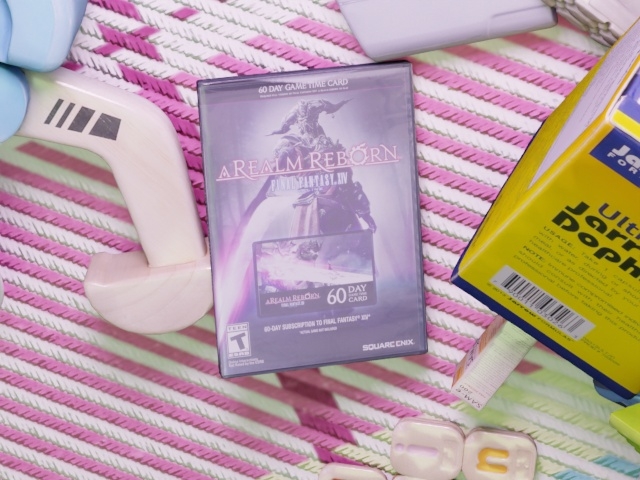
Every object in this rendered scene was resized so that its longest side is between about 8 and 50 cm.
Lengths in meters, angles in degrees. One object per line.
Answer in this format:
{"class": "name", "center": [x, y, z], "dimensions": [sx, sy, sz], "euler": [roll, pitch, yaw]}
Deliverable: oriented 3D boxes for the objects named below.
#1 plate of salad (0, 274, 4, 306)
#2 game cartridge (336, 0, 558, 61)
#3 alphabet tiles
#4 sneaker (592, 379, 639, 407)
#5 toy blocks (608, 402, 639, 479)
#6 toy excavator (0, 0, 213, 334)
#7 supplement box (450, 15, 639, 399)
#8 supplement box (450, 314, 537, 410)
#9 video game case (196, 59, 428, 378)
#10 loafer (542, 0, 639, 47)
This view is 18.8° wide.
{"class": "plate of salad", "center": [-0.383, 0.005, 1.821], "dimensions": [0.200, 0.048, 0.200], "euler": [26, 144, 21]}
{"class": "game cartridge", "center": [0.082, -0.308, 1.678], "dimensions": [0.196, 0.060, 0.294], "euler": [-10, 106, 17]}
{"class": "alphabet tiles", "center": [0.130, 0.310, 1.888], "dimensions": [0.278, 0.021, 0.284], "euler": [6, 109, 8]}
{"class": "sneaker", "center": [0.317, 0.161, 1.789], "dimensions": [0.144, 0.053, 0.059], "euler": [20, 112, 5]}
{"class": "toy blocks", "center": [0.403, 0.236, 1.679], "dimensions": [0.191, 0.381, 0.261], "euler": [36, 129, 45]}
{"class": "toy excavator", "center": [-0.268, -0.154, 1.724], "dimensions": [0.445, 0.222, 0.433], "euler": [14, 111, -4]}
{"class": "supplement box", "center": [0.279, -0.043, 1.552], "dimensions": [0.195, 0.194, 0.356], "euler": [34, 155, -1]}
{"class": "supplement box", "center": [0.164, 0.102, 1.791], "dimensions": [0.036, 0.062, 0.098], "euler": [35, 110, -3]}
{"class": "video game case", "center": [-0.006, -0.018, 1.758], "dimensions": [0.196, 0.026, 0.274], "euler": [-6, 105, -10]}
{"class": "loafer", "center": [0.324, -0.176, 1.646], "dimensions": [0.319, 0.112, 0.111], "euler": [37, 85, -13]}
